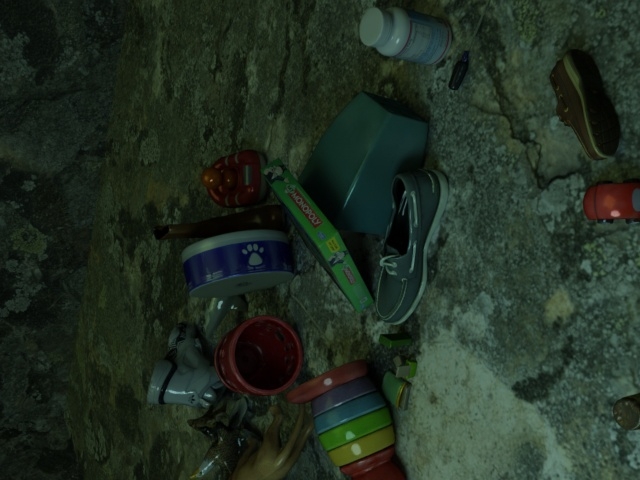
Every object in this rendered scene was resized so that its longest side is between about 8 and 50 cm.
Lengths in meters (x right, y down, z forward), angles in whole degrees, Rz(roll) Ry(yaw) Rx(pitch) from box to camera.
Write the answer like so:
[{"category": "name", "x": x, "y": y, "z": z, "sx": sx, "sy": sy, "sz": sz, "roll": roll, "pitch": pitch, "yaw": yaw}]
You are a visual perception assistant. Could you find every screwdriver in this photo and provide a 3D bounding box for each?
[{"category": "screwdriver", "x": 0.261, "y": -0.347, "z": 1.143, "sx": 0.025, "sy": 0.024, "sz": 0.169, "roll": 24, "pitch": 110, "yaw": 23}]

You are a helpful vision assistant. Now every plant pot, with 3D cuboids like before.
[{"category": "plant pot", "x": 0.094, "y": -0.156, "z": 1.269, "sx": 0.165, "sy": 0.165, "sz": 0.234, "roll": 49, "pitch": 123, "yaw": 44}, {"category": "plant pot", "x": -0.163, "y": 0.292, "z": 1.608, "sx": 0.174, "sy": 0.191, "sz": 0.191, "roll": -31, "pitch": 65, "yaw": 56}]

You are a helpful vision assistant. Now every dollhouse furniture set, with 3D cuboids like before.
[{"category": "dollhouse furniture set", "x": 0.140, "y": 0.261, "z": 1.281, "sx": 0.076, "sy": 0.059, "sz": 0.151, "roll": 26, "pitch": 111, "yaw": 53}]

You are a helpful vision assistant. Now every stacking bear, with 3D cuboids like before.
[{"category": "stacking bear", "x": 0.077, "y": 0.400, "z": 1.299, "sx": 0.164, "sy": 0.175, "sz": 0.289, "roll": -47, "pitch": 62, "yaw": 54}]

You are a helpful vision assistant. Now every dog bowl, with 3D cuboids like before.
[{"category": "dog bowl", "x": -0.200, "y": 0.061, "z": 1.594, "sx": 0.265, "sy": 0.265, "sz": 0.104, "roll": -29, "pitch": 69, "yaw": 52}]

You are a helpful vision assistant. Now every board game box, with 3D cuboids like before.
[{"category": "board game box", "x": 0.000, "y": 0.000, "z": 1.291, "sx": 0.213, "sy": 0.046, "sz": 0.317, "roll": 51, "pitch": 175, "yaw": 31}]

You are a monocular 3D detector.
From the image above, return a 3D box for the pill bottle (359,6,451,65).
[{"category": "pill bottle", "x": 0.153, "y": -0.371, "z": 1.176, "sx": 0.087, "sy": 0.160, "sz": 0.087, "roll": -2, "pitch": 88, "yaw": 55}]

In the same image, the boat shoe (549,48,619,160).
[{"category": "boat shoe", "x": 0.378, "y": -0.189, "z": 0.941, "sx": 0.060, "sy": 0.064, "sz": 0.178, "roll": -42, "pitch": 50, "yaw": 53}]

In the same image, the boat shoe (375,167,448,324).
[{"category": "boat shoe", "x": 0.146, "y": 0.015, "z": 1.238, "sx": 0.116, "sy": 0.099, "sz": 0.319, "roll": 38, "pitch": 120, "yaw": 48}]

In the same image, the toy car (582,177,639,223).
[{"category": "toy car", "x": 0.458, "y": -0.075, "z": 0.827, "sx": 0.239, "sy": 0.053, "sz": 0.225, "roll": 48, "pitch": 128, "yaw": 44}]

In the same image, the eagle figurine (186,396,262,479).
[{"category": "eagle figurine", "x": -0.248, "y": 0.600, "z": 1.771, "sx": 0.298, "sy": 0.225, "sz": 0.226, "roll": 57, "pitch": -173, "yaw": -4}]

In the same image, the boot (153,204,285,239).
[{"category": "boot", "x": -0.257, "y": -0.045, "z": 1.661, "sx": 0.264, "sy": 0.280, "sz": 0.096, "roll": 0, "pitch": 90, "yaw": 55}]

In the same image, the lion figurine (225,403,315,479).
[{"category": "lion figurine", "x": -0.133, "y": 0.534, "z": 1.519, "sx": 0.240, "sy": 0.142, "sz": 0.392, "roll": -61, "pitch": -5, "yaw": -53}]

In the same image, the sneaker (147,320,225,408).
[{"category": "sneaker", "x": -0.378, "y": 0.384, "z": 1.972, "sx": 0.366, "sy": 0.210, "sz": 0.137, "roll": -83, "pitch": 9, "yaw": -67}]

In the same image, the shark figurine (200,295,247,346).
[{"category": "shark figurine", "x": -0.268, "y": 0.201, "z": 1.846, "sx": 0.166, "sy": 0.116, "sz": 0.278, "roll": -92, "pitch": 19, "yaw": -78}]

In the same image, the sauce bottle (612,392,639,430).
[{"category": "sauce bottle", "x": 0.418, "y": 0.209, "z": 0.817, "sx": 0.042, "sy": 0.128, "sz": 0.042, "roll": -3, "pitch": 87, "yaw": 56}]

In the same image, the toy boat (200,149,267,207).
[{"category": "toy boat", "x": -0.254, "y": -0.167, "z": 1.773, "sx": 0.231, "sy": 0.151, "sz": 0.151, "roll": -4, "pitch": 86, "yaw": 55}]
